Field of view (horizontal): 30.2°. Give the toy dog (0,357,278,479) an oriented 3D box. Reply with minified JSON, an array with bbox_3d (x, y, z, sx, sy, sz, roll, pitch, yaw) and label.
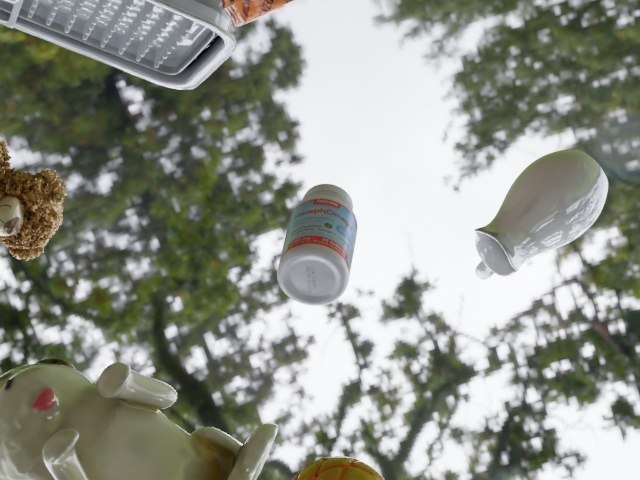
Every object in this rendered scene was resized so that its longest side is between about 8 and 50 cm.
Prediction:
[{"bbox_3d":[-0.309,0.318,1.727,0.284,0.408,0.395,-60,176,-22],"label":"toy dog"}]

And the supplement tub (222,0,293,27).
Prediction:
[{"bbox_3d":[-0.080,-0.373,1.102,0.194,0.316,0.193,-24,-168,5],"label":"supplement tub"}]

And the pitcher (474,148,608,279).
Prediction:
[{"bbox_3d":[0.311,-0.030,1.729,0.207,0.125,0.178,-40,170,-16],"label":"pitcher"}]

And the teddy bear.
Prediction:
[{"bbox_3d":[-0.568,-0.089,1.841,0.245,0.338,0.113,-46,-176,-4],"label":"teddy bear"}]

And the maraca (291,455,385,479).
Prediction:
[{"bbox_3d":[0.029,0.299,1.367,0.127,0.099,0.186,-12,176,-34],"label":"maraca"}]

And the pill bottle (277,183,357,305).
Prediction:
[{"bbox_3d":[0.000,0.000,1.449,0.087,0.087,0.160,-14,-147,17],"label":"pill bottle"}]

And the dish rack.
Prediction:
[{"bbox_3d":[-0.271,-0.294,1.428,0.333,0.072,0.285,21,166,-17],"label":"dish rack"}]
